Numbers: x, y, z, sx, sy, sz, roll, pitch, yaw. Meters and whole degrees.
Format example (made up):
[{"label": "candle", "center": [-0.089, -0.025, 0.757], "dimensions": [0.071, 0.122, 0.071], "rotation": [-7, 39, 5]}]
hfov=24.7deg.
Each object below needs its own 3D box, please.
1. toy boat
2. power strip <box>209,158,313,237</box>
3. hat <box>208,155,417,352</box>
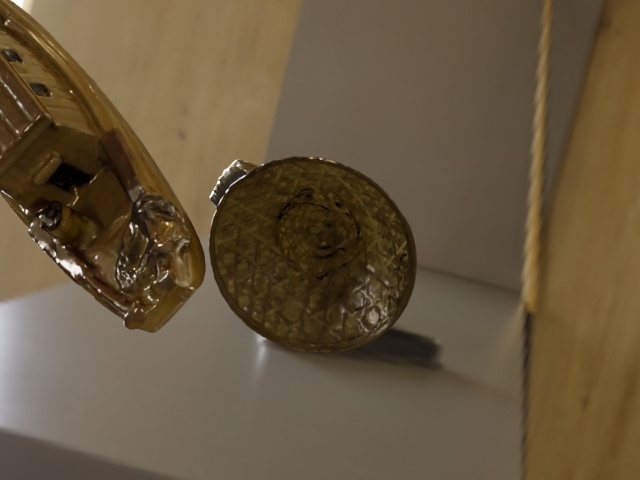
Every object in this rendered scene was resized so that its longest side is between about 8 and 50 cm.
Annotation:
[{"label": "toy boat", "center": [-0.175, -0.067, 0.873], "dimensions": [0.321, 0.089, 0.121], "rotation": [49, 10, 29]}, {"label": "power strip", "center": [-0.033, -0.010, 1.740], "dimensions": [0.213, 0.064, 0.198], "rotation": [23, -16, -5]}, {"label": "hat", "center": [0.000, 0.000, 1.016], "dimensions": [0.146, 0.146, 0.067], "rotation": [14, 25, 7]}]
